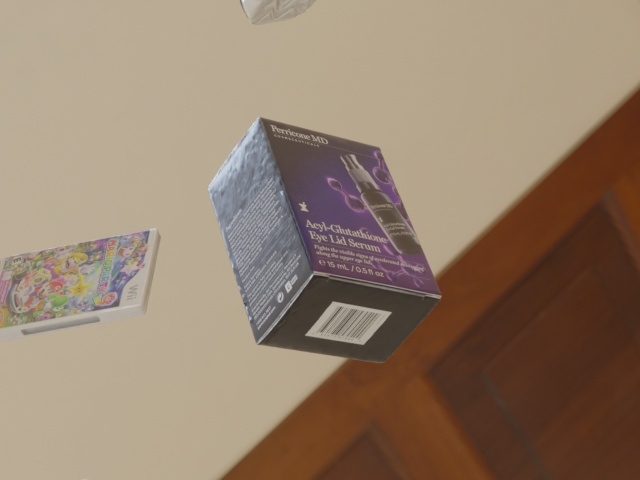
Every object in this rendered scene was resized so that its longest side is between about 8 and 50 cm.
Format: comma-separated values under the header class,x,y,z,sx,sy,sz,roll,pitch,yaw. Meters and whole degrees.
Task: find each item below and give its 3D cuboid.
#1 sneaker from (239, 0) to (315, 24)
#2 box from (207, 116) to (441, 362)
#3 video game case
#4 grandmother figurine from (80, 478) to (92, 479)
class,x,y,z,sx,sy,sz,roll,pitch,yaw
sneaker,-0.023,-0.310,1.328,0.153,0.094,0.235,63,148,15
box,0.000,0.000,1.486,0.153,0.108,0.207,11,-137,-35
video game case,-0.177,0.032,1.102,0.087,0.122,0.011,-86,-18,-51
grandmother figurine,0.015,0.211,0.564,0.342,0.208,0.104,38,132,7
